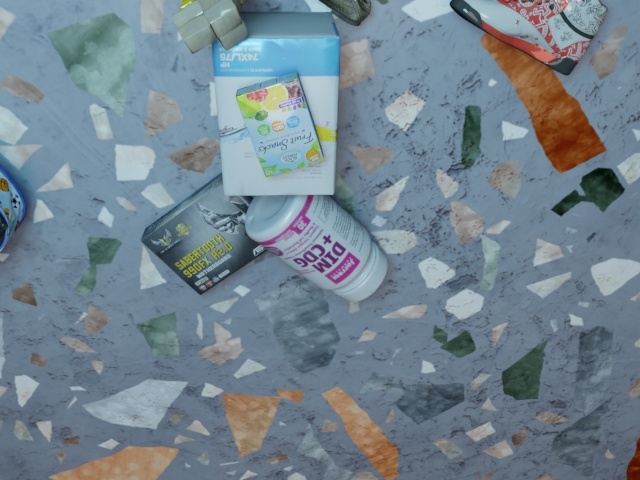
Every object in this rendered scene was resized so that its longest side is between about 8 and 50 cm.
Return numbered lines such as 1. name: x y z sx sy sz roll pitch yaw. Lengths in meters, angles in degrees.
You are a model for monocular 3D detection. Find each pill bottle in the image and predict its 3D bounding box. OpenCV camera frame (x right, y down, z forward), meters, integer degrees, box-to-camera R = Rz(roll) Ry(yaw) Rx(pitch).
1. pill bottle: 0.000 0.000 1.195 0.160 0.160 0.283 -39 125 19

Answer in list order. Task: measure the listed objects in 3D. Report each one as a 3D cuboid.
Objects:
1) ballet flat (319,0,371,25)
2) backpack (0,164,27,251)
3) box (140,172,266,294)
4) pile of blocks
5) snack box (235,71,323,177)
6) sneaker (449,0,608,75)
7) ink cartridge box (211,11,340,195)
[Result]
1. ballet flat: -0.021 -0.436 0.975 0.250 0.084 0.058 22 134 -22
2. backpack: -0.691 -0.055 1.101 0.263 0.213 0.276 -25 127 21
3. box: -0.226 -0.012 1.244 0.231 0.056 0.183 -33 119 16
4. pile of blocks: -0.132 -0.432 0.858 0.149 0.112 0.362 20 84 8
5. snack box: -0.061 -0.179 0.928 0.100 0.037 0.141 -14 122 7
6. sneaker: 0.363 -0.404 1.019 0.270 0.090 0.145 20 118 -19
7. ink cartridge box: -0.073 -0.238 1.030 0.197 0.198 0.270 -1 121 -3
